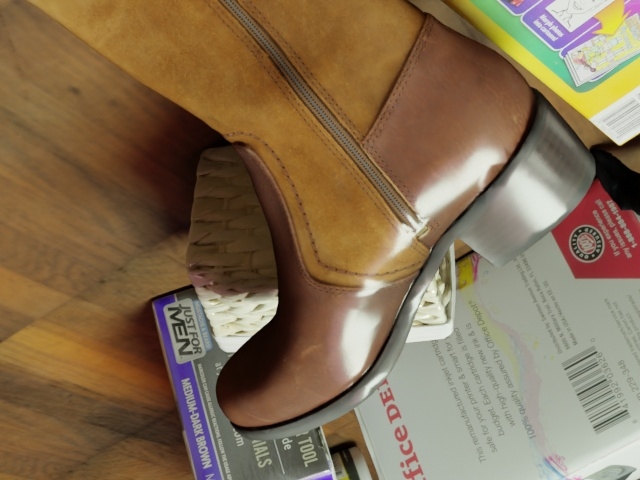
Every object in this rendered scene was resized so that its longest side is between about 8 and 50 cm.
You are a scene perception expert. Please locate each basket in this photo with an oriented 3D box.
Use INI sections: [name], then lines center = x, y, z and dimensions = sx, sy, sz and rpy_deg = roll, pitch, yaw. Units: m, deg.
[basket]
center = 0.000, 0.000, 0.699
dimensions = 0.167, 0.113, 0.103
rpy_deg = -6, 147, 13

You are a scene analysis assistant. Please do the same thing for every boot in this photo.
[boot]
center = -0.046, -0.044, 0.533
dimensions = 0.280, 0.096, 0.264
rpy_deg = 38, 121, -19

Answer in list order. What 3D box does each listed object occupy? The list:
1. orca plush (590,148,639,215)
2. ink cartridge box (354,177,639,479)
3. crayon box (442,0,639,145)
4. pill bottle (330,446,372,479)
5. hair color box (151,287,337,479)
[orca plush]
center = 0.364, -0.095, 0.881
dimensions = 0.287, 0.102, 0.151
rpy_deg = -6, -167, -6
[ink cartridge box]
center = 0.193, 0.121, 0.944
dimensions = 0.306, 0.226, 0.131
rpy_deg = -33, 147, 21
[crayon box]
center = 0.171, -0.171, 0.601
dimensions = 0.165, 0.081, 0.278
rpy_deg = -36, 147, 24
[pill bottle]
center = -0.032, 0.335, 1.256
dimensions = 0.208, 0.119, 0.119
rpy_deg = -19, 150, -3
[hair color box]
center = -0.049, 0.189, 0.941
dimensions = 0.110, 0.185, 0.339
rpy_deg = -16, 149, -6
